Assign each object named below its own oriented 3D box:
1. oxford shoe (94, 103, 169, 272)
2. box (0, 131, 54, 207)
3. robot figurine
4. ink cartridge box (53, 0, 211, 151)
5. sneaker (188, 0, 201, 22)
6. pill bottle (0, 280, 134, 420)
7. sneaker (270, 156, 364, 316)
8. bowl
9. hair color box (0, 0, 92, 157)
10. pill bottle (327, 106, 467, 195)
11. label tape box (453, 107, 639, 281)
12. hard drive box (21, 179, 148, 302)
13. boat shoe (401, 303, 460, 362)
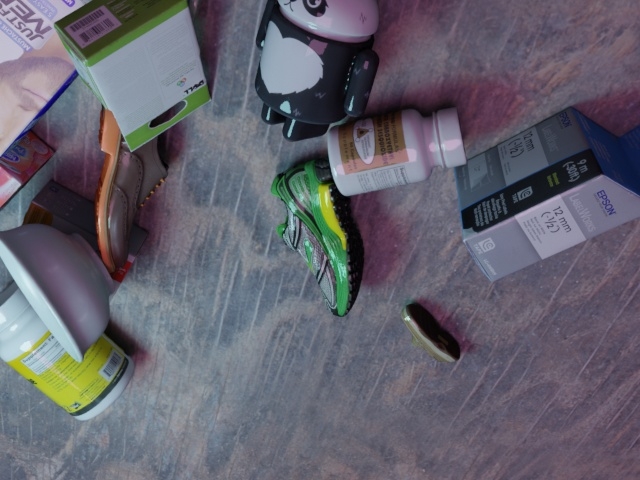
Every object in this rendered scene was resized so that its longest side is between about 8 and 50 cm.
[{"bbox_3d":[-0.358,-0.103,1.268,0.132,0.130,0.364,2,114,-22],"label":"oxford shoe"},{"bbox_3d":[-0.698,-0.113,1.324,0.300,0.142,0.154,-35,112,27],"label":"box"},{"bbox_3d":[-0.012,-0.301,1.083,0.209,0.174,0.278,18,125,-4],"label":"robot figurine"},{"bbox_3d":[-0.301,-0.292,1.116,0.097,0.189,0.255,47,163,19],"label":"ink cartridge box"},{"bbox_3d":[-0.235,-0.434,1.090,0.084,0.058,0.152,11,121,-7],"label":"sneaker"},{"bbox_3d":[-0.609,0.246,1.534,0.188,0.188,0.334,-29,116,24],"label":"pill bottle"},{"bbox_3d":[0.000,0.000,1.334,0.146,0.134,0.344,-6,115,20],"label":"sneaker"},{"bbox_3d":[-0.496,0.077,1.290,0.298,0.134,0.298,40,151,28],"label":"bowl"},{"bbox_3d":[-0.512,-0.320,1.128,0.339,0.110,0.185,-43,111,14],"label":"hair color box"},{"bbox_3d":[0.137,-0.163,1.185,0.229,0.131,0.131,-10,122,14],"label":"pill bottle"},{"bbox_3d":[0.406,-0.107,1.114,0.347,0.249,0.115,-29,116,25],"label":"label tape box"},{"bbox_3d":[-0.515,0.010,1.418,0.232,0.089,0.181,29,124,-13],"label":"hard drive box"},{"bbox_3d":[0.230,0.216,1.478,0.072,0.068,0.190,-27,118,36],"label":"boat shoe"}]
